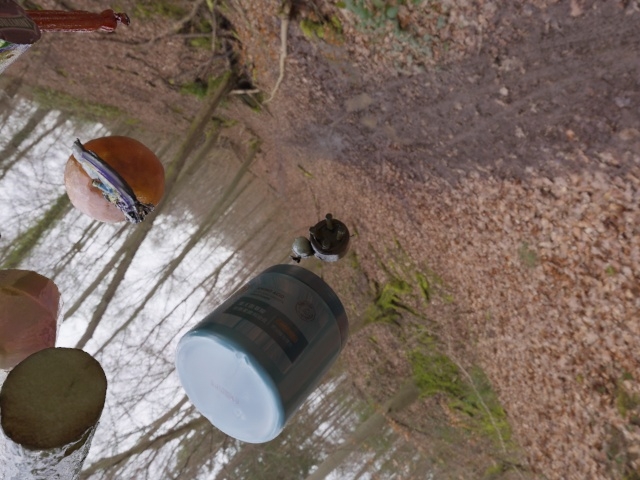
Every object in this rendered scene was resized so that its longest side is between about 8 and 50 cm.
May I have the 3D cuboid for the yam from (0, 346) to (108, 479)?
[{"bbox_3d":[-0.483,0.345,0.751,0.168,0.304,0.168,24,-154,-13],"label":"yam"}]

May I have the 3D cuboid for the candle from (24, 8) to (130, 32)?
[{"bbox_3d":[-0.590,-0.481,0.952,0.329,0.051,0.048,-26,-107,-41],"label":"candle"}]

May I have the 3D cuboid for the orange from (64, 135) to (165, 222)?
[{"bbox_3d":[-0.619,-0.181,1.319,0.226,0.284,0.284,60,-167,26],"label":"orange"}]

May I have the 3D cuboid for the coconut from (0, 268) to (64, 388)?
[{"bbox_3d":[-0.665,0.182,0.894,0.233,0.233,0.245,43,176,-25],"label":"coconut"}]

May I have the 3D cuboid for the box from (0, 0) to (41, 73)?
[{"bbox_3d":[-0.689,-0.310,0.805,0.097,0.345,0.134,56,-161,-22],"label":"box"}]

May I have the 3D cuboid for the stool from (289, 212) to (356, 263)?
[{"bbox_3d":[0.000,0.000,1.314,0.121,0.217,0.125,62,-165,-65],"label":"stool"}]

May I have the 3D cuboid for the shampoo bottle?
[{"bbox_3d":[-0.144,0.282,1.128,0.331,0.331,0.342,46,-141,3],"label":"shampoo bottle"}]

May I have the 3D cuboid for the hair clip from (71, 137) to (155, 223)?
[{"bbox_3d":[-0.368,-0.102,0.773,0.116,0.049,0.172,15,146,32],"label":"hair clip"}]
